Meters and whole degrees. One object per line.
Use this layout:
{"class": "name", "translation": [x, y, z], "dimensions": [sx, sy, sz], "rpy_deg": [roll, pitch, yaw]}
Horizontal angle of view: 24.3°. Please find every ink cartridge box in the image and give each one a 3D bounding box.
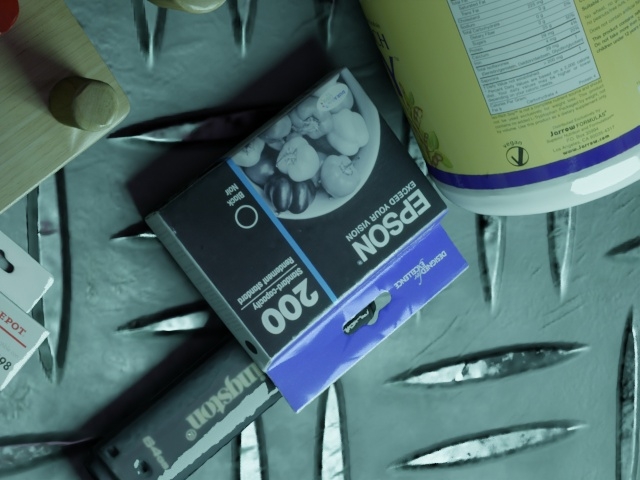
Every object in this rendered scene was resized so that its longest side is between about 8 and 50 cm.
{"class": "ink cartridge box", "translation": [0.000, 0.000, 1.216], "dimensions": [0.206, 0.045, 0.208], "rpy_deg": [-40, 100, -17]}
{"class": "ink cartridge box", "translation": [-0.278, 0.073, 1.094], "dimensions": [0.104, 0.060, 0.180], "rpy_deg": [44, 78, -28]}

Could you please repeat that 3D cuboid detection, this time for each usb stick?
{"class": "usb stick", "translation": [-0.070, 0.118, 1.232], "dimensions": [0.278, 0.045, 0.077], "rpy_deg": [-39, 115, -17]}

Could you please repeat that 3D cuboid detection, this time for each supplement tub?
{"class": "supplement tub", "translation": [0.149, -0.212, 1.177], "dimensions": [0.241, 0.241, 0.331], "rpy_deg": [-33, 114, -20]}

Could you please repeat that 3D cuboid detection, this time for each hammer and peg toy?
{"class": "hammer and peg toy", "translation": [-0.257, -0.155, 1.023], "dimensions": [0.361, 0.127, 0.266], "rpy_deg": [-41, 115, -17]}
